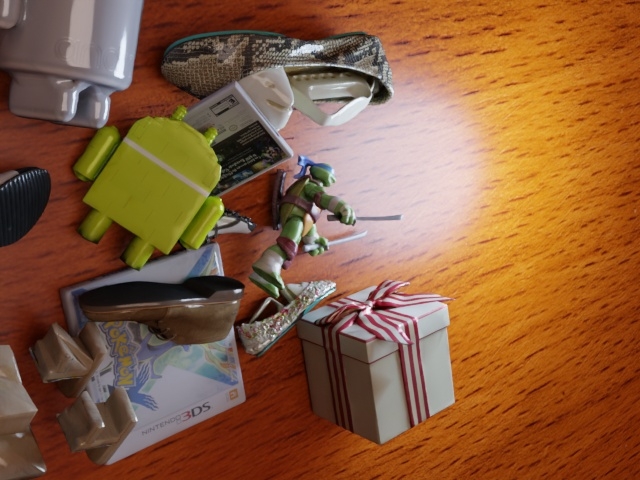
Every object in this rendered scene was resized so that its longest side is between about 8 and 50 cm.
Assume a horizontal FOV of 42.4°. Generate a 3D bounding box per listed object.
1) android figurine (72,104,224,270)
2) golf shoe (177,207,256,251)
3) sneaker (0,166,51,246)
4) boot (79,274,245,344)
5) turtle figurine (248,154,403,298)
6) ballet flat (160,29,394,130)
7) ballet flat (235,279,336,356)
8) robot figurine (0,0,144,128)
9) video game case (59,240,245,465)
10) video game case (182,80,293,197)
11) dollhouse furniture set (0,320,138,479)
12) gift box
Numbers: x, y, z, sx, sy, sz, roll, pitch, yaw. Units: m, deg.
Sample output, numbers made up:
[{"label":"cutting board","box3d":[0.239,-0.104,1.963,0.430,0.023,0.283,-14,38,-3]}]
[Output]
[{"label":"android figurine","box3d":[-0.277,-0.093,1.374,0.248,0.056,0.273,33,89,-16]},{"label":"golf shoe","box3d":[-0.213,-0.023,1.487,0.198,0.077,0.094,12,94,-29]},{"label":"sneaker","box3d":[-0.539,-0.039,1.196,0.330,0.146,0.122,-43,153,-51]},{"label":"boot","box3d":[-0.266,0.130,1.407,0.305,0.112,0.115,1,108,-41]},{"label":"turtle figurine","box3d":[0.000,0.000,1.577,0.275,0.198,0.266,47,70,-30]},{"label":"ballet flat","box3d":[-0.044,-0.285,1.495,0.482,0.164,0.182,-12,69,-39]},{"label":"ballet flat","box3d":[-0.067,0.133,1.626,0.241,0.091,0.077,-39,89,-32]},{"label":"robot figurine","box3d":[-0.367,-0.349,1.221,0.300,0.199,0.353,-2,101,-68]},{"label":"video game case","box3d":[-0.288,0.196,1.485,0.300,0.036,0.329,-20,109,-35]},{"label":"video game case","box3d":[-0.173,-0.168,1.439,0.173,0.190,0.022,50,25,-33]},{"label":"dollhouse furniture set","box3d":[-0.469,0.345,1.181,0.362,0.394,0.256,1,136,-47]},{"label":"gift box","box3d":[0.133,0.230,1.681,0.255,0.276,0.258,-22,110,-39]}]
